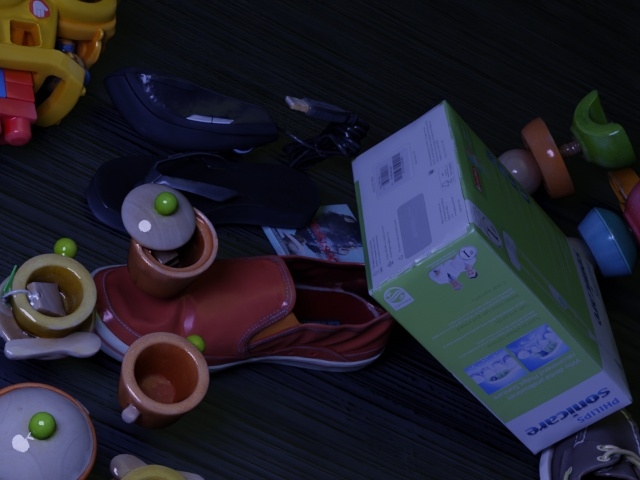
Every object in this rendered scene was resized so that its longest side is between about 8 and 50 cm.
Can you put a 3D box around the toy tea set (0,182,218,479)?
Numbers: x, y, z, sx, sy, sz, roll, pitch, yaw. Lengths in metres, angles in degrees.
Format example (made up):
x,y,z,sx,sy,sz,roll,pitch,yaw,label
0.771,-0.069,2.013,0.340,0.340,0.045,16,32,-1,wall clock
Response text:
x,y,z,sx,sy,sz,roll,pitch,yaw,label
-0.166,0.089,1.187,0.200,0.124,0.336,12,57,-16,toy tea set

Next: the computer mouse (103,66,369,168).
x,y,z,sx,sy,sz,roll,pitch,yaw,label
-0.083,-0.114,1.518,0.262,0.184,0.060,18,75,-26,computer mouse

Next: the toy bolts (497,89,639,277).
x,y,z,sx,sy,sz,roll,pitch,yaw,label
0.317,-0.024,1.775,0.218,0.158,0.228,59,6,-40,toy bolts

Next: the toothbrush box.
x,y,z,sx,sy,sz,roll,pitch,yaw,label
0.165,0.037,1.463,0.283,0.122,0.206,42,25,-32,toothbrush box

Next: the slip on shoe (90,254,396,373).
x,y,z,sx,sy,sz,roll,pitch,yaw,label
-0.068,0.057,1.381,0.331,0.101,0.123,5,48,-31,slip on shoe

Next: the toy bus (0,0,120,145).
x,y,z,sx,sy,sz,roll,pitch,yaw,label
-0.292,-0.178,1.448,0.220,0.149,0.211,4,59,-38,toy bus

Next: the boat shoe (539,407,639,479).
x,y,z,sx,sy,sz,roll,pitch,yaw,label
0.269,0.255,1.418,0.117,0.096,0.324,31,37,-5,boat shoe

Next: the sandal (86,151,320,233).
x,y,z,sx,sy,sz,roll,pitch,yaw,label
-0.114,-0.058,1.498,0.255,0.054,0.097,-4,49,-33,sandal

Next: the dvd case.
x,y,z,sx,sy,sz,roll,pitch,yaw,label
0.000,0.000,1.565,0.119,0.013,0.087,-5,52,-38,dvd case
